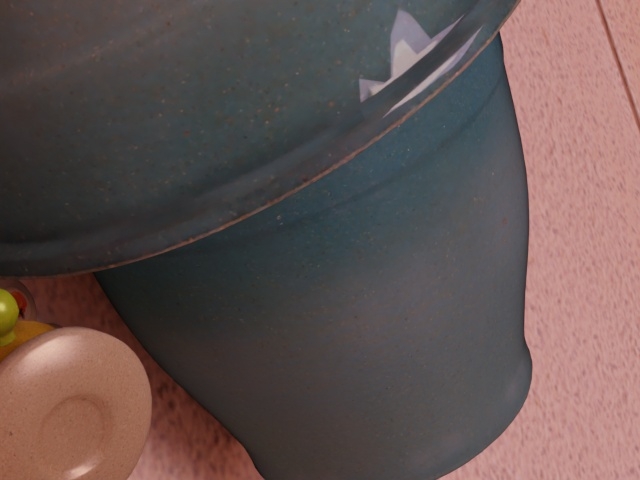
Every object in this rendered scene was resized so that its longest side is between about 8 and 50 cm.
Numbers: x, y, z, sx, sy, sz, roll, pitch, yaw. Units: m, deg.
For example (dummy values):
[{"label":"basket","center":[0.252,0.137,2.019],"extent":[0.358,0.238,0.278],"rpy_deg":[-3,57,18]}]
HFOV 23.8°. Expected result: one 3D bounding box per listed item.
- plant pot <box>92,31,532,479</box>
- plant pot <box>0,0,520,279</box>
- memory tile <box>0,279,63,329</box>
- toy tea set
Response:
[{"label":"plant pot","center":[0.000,0.000,0.869],"extent":[0.272,0.271,0.255],"rpy_deg":[-57,133,-50]},{"label":"plant pot","center":[-0.116,-0.218,0.681],"extent":[0.334,0.341,0.341],"rpy_deg":[62,34,-30]},{"label":"memory tile","center":[-0.163,0.097,0.793],"extent":[0.113,0.012,0.148],"rpy_deg":[53,37,-21]},{"label":"toy tea set","center":[-0.169,0.128,0.644],"extent":[0.200,0.124,0.336],"rpy_deg":[-23,118,-35]}]
